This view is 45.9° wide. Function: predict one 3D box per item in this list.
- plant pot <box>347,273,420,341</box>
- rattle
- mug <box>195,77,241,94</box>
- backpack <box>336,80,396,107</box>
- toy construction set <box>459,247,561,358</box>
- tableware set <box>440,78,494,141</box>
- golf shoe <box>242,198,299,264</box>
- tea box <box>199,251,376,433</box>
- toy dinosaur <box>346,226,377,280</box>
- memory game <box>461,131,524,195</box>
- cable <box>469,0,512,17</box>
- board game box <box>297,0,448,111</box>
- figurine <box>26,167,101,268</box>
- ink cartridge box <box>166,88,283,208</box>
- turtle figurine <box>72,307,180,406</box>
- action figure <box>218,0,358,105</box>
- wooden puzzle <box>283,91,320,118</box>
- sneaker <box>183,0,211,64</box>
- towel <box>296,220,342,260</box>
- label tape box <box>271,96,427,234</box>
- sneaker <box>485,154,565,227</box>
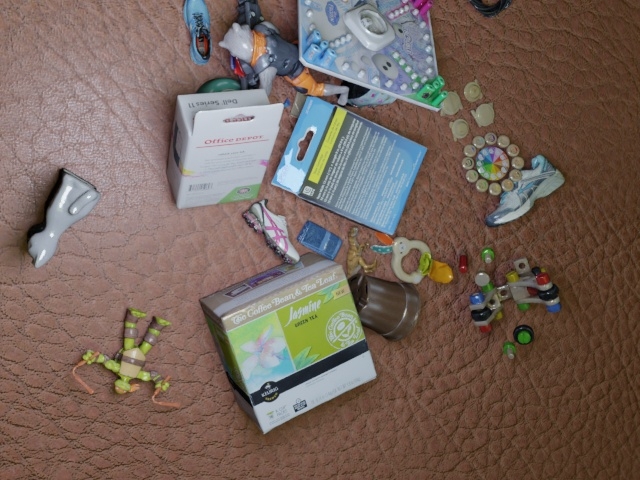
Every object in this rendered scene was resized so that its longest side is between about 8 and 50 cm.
[{"bbox_3d":[0.149,0.170,2.015,0.165,0.167,0.167,21,90,-31],"label":"plant pot"},{"bbox_3d":[0.245,0.050,2.066,0.130,0.143,0.200,-42,120,8],"label":"rattle"},{"bbox_3d":[-0.222,-0.316,1.818,0.158,0.097,0.129,42,81,-23],"label":"mug"},{"bbox_3d":[0.127,-0.407,1.909,0.115,0.182,0.152,5,96,-24],"label":"backpack"},{"bbox_3d":[0.530,0.124,2.199,0.309,0.237,0.257,42,112,-7],"label":"toy construction set"},{"bbox_3d":[0.413,-0.370,2.130,0.169,0.020,0.141,-28,107,-16],"label":"tableware set"},{"bbox_3d":[-0.109,-0.022,1.909,0.086,0.067,0.186,-41,91,-14],"label":"golf shoe"},{"bbox_3d":[-0.082,0.245,1.906,0.329,0.220,0.323,-24,106,-18],"label":"tea box"},{"bbox_3d":[0.095,0.066,2.053,0.112,0.064,0.211,10,100,6],"label":"toy dinosaur"},{"bbox_3d":[0.493,-0.219,2.155,0.186,0.012,0.186,1,81,-7],"label":"memory game"},{"bbox_3d":[0.464,-0.710,2.079,0.150,0.047,0.184,-5,101,-23],"label":"cable"},{"bbox_3d":[0.128,-0.530,1.840,0.390,0.050,0.390,13,56,-25],"label":"board game box"},{"bbox_3d":[-0.575,-0.042,1.649,0.092,0.215,0.209,33,87,-22],"label":"figurine"},{"bbox_3d":[-0.222,-0.225,1.701,0.207,0.353,0.119,-9,62,-23],"label":"ink cartridge box"},{"bbox_3d":[-0.442,0.286,1.831,0.269,0.087,0.217,23,82,-17],"label":"turtle figurine"},{"bbox_3d":[-0.090,-0.473,1.780,0.330,0.178,0.341,-3,81,-41],"label":"action figure"},{"bbox_3d":[-0.039,-0.344,1.941,0.116,0.014,0.078,25,84,-25],"label":"wooden puzzle"},{"bbox_3d":[-0.279,-0.497,1.776,0.063,0.073,0.162,-13,104,-21],"label":"sneaker"},{"bbox_3d":[0.000,0.000,2.006,0.119,0.029,0.067,29,86,-25],"label":"towel"},{"bbox_3d":[0.068,-0.192,1.955,0.348,0.115,0.249,22,90,-14],"label":"label tape box"},{"bbox_3d":[0.574,-0.144,2.208,0.283,0.110,0.122,-37,93,-17],"label":"sneaker"}]
